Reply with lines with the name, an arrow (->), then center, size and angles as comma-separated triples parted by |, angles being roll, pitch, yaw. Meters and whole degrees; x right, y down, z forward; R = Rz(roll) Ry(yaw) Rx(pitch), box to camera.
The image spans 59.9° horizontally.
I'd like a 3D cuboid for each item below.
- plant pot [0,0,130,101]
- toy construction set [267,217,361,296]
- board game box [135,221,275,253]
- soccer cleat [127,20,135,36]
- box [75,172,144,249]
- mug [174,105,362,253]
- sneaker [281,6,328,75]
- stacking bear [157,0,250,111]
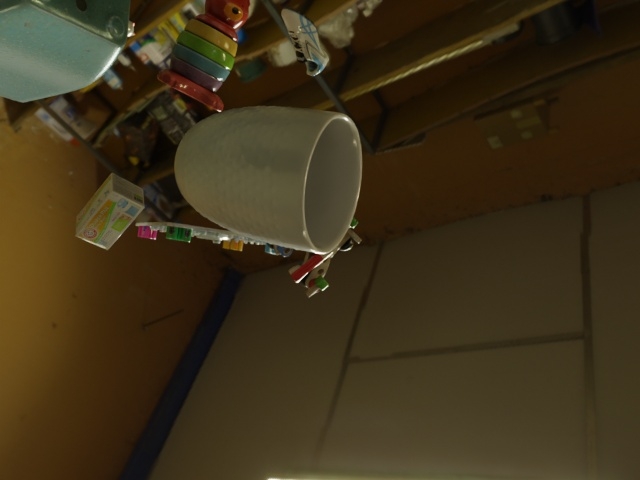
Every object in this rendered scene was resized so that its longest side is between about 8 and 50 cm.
plant pot -> -0.374, -0.324, 0.680 | 0.252, 0.247, 0.247 | 5, -90, 26
toy construction set -> 0.000, 0.000, 1.509 | 0.237, 0.257, 0.309 | -39, -160, -1
board game box -> -0.361, -0.006, 1.805 | 0.390, 0.390, 0.050 | 3, -95, 58
soccer cleat -> -0.631, -0.621, 1.637 | 0.196, 0.068, 0.076 | 6, -165, 33
box -> -0.651, -0.087, 1.715 | 0.203, 0.114, 0.103 | -45, -140, 18
mug -> -0.099, -0.126, 1.180 | 0.328, 0.374, 0.276 | 11, -98, 24
sneaker -> -0.049, -0.575, 1.617 | 0.085, 0.237, 0.086 | 26, -103, 35
stacking bear -> -0.279, -0.506, 1.418 | 0.289, 0.175, 0.164 | -62, -148, 9
